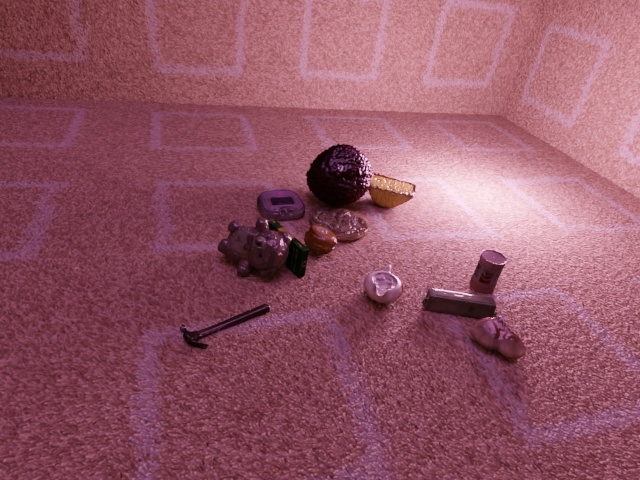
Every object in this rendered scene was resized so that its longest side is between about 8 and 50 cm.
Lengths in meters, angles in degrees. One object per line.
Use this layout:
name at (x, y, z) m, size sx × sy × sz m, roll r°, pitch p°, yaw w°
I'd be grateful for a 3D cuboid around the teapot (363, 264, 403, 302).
teapot at (0.232, 0.168, 1.659) m, size 0.145 × 0.092 × 0.226 m, roll 17°, pitch 33°, yaw 7°

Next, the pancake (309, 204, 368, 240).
pancake at (0.081, -0.085, 2.038) m, size 0.283 × 0.048 × 0.282 m, roll 7°, pitch 34°, yaw -5°

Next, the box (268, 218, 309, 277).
box at (-0.133, 0.028, 1.745) m, size 0.034 × 0.132 × 0.235 m, roll -18°, pitch 42°, yaw -36°

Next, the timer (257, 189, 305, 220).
timer at (-0.182, -0.167, 2.085) m, size 0.209 × 0.069 × 0.190 m, roll -5°, pitch 39°, yaw -22°

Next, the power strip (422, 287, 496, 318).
power strip at (0.506, 0.231, 1.639) m, size 0.273 × 0.078 × 0.052 m, roll 9°, pitch 32°, yaw 1°

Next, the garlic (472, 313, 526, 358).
garlic at (0.605, 0.327, 1.509) m, size 0.175 × 0.099 × 0.124 m, roll 29°, pitch 54°, yaw 27°

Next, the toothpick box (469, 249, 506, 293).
toothpick box at (0.658, 0.123, 1.769) m, size 0.099 × 0.148 × 0.098 m, roll 6°, pitch 34°, yaw -4°

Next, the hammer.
hammer at (-0.296, 0.264, 1.455) m, size 0.298 × 0.026 × 0.125 m, roll -18°, pitch 41°, yaw -35°

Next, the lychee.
lychee at (0.091, -0.308, 2.153) m, size 0.307 × 0.305 × 0.330 m, roll -9°, pitch 3°, yaw -25°

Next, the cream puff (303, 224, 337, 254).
cream puff at (-0.004, 0.003, 1.841) m, size 0.127 × 0.103 × 0.144 m, roll 4°, pitch 32°, yaw -31°

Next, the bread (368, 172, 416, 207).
bread at (0.340, -0.237, 2.250) m, size 0.261 × 0.133 × 0.129 m, roll 11°, pitch 45°, yaw -2°

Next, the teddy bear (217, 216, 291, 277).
teddy bear at (-0.248, 0.026, 1.694) m, size 0.267 × 0.235 × 0.151 m, roll 19°, pitch -10°, yaw 36°
